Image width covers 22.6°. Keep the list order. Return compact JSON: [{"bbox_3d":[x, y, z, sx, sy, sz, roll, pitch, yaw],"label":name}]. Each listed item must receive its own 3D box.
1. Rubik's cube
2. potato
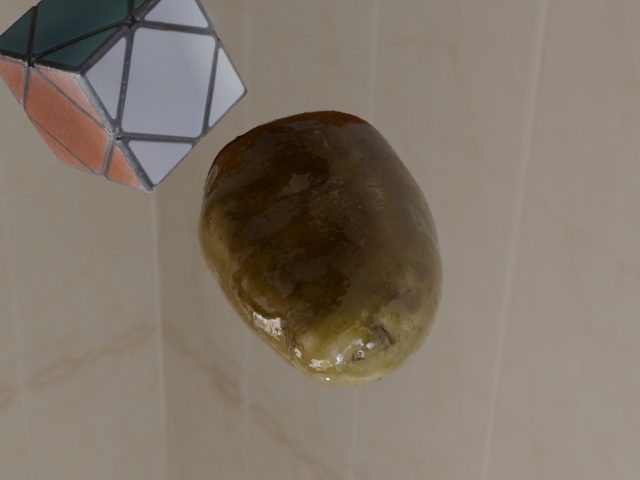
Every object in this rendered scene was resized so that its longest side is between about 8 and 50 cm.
[{"bbox_3d":[-0.255,-0.214,2.028,0.205,0.207,0.205,16,-125,44],"label":"Rubik's cube"},{"bbox_3d":[0.000,0.000,1.434,0.195,0.176,0.369,17,-155,-25],"label":"potato"}]
